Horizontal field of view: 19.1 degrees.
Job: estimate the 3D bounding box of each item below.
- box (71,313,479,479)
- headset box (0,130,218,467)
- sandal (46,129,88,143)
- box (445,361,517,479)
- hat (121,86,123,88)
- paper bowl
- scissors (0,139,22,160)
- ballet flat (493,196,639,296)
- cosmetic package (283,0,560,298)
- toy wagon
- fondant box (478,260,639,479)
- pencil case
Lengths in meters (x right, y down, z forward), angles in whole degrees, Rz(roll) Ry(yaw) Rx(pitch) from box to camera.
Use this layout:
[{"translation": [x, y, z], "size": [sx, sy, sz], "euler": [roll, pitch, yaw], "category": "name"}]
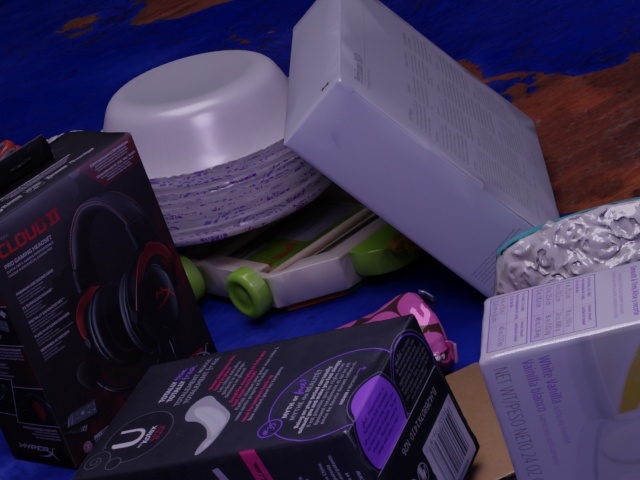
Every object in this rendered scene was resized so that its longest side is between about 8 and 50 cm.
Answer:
[{"translation": [-0.034, 0.180, 1.538], "size": [0.270, 0.143, 0.165], "euler": [-12, 26, 31], "category": "box"}, {"translation": [-0.253, 0.042, 1.884], "size": [0.110, 0.293, 0.218], "euler": [2, 30, 44], "category": "headset box"}, {"translation": [-0.348, -0.044, 2.407], "size": [0.416, 0.102, 0.169], "euler": [-3, 53, 57], "category": "sandal"}, {"translation": [0.104, 0.178, 1.625], "size": [0.164, 0.021, 0.201], "euler": [-25, 22, -10], "category": "box"}, {"translation": [-0.195, -0.157, 2.515], "size": [0.331, 0.134, 0.331], "euler": [-16, 22, 7], "category": "hat"}, {"translation": [-0.130, -0.114, 2.134], "size": [0.284, 0.148, 0.284], "euler": [-12, 24, 5], "category": "paper bowl"}, {"translation": [-0.460, -0.005, 2.403], "size": [0.109, 0.021, 0.297], "euler": [1, 57, 58], "category": "scissors"}, {"translation": [0.345, 0.023, 1.654], "size": [0.409, 0.147, 0.147], "euler": [-15, 23, 12], "category": "ballet flat"}, {"translation": [0.102, -0.112, 1.958], "size": [0.097, 0.284, 0.377], "euler": [-47, 15, 18], "category": "cosmetic package"}, {"translation": [0.000, 0.000, 2.070], "size": [0.267, 0.068, 0.344], "euler": [-34, 27, -31], "category": "toy wagon"}, {"translation": [0.298, 0.124, 1.299], "size": [0.330, 0.238, 0.096], "euler": [-15, 22, 13], "category": "fondant box"}, {"translation": [0.020, 0.125, 1.737], "size": [0.209, 0.095, 0.098], "euler": [-28, 39, -13], "category": "pencil case"}]
